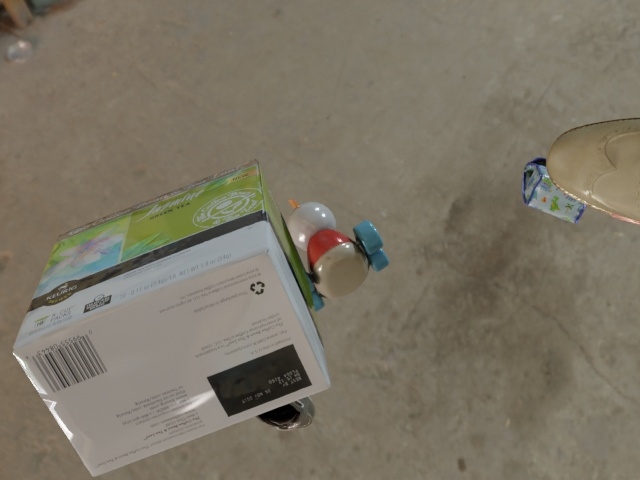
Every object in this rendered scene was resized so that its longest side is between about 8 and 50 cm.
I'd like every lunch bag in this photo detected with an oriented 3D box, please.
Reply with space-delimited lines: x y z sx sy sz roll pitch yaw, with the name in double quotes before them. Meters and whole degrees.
"lunch bag" 0.519 -0.120 1.784 0.129 0.096 0.151 22 25 -2

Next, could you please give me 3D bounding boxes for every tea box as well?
"tea box" -0.188 0.087 1.099 0.329 0.220 0.323 -21 25 2

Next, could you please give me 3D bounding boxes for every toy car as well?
"toy car" 0.000 0.000 1.847 0.219 0.210 0.238 -32 63 -2

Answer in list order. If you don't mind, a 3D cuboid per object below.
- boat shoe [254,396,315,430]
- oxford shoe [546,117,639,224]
"boat shoe" -0.100 0.333 1.632 0.112 0.335 0.095 -20 52 13
"oxford shoe" 0.431 -0.075 0.925 0.397 0.146 0.140 14 99 39
